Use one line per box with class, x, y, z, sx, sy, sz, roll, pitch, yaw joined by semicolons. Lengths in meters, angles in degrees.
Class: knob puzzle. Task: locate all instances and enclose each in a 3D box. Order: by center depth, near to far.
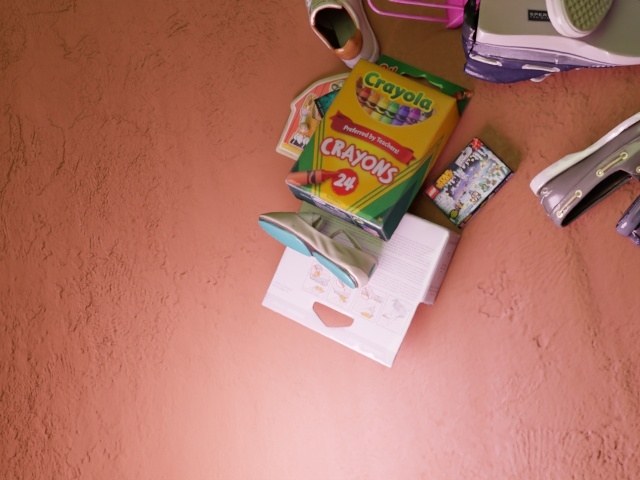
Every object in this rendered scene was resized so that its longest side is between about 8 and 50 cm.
knob puzzle;0.017;-0.230;1.912;0.213;0.030;0.213;-5;80;27

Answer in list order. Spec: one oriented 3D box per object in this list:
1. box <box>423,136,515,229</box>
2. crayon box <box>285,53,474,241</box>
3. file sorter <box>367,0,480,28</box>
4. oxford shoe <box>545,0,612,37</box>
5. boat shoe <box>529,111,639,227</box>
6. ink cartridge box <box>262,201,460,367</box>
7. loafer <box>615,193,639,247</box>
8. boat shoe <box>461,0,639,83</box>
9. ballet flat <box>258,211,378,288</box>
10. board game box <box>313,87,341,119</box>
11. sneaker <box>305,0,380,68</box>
box;0.259;-0.100;1.768;0.137;0.027;0.094;-48;64;14
crayon box;0.106;-0.183;1.778;0.202;0.081;0.318;26;79;21
file sorter;0.203;-0.505;1.684;0.182;0.291;0.202;3;82;-17
oxford shoe;0.391;-0.523;1.634;0.130;0.169;0.449;-16;65;44
boat shoe;0.485;-0.129;1.613;0.305;0.109;0.091;-34;69;26
ink cartridge box;0.068;0.054;1.822;0.296;0.066;0.261;24;93;29
loafer;0.591;-0.106;1.567;0.095;0.109;0.302;40;108;7
boat shoe;0.398;-0.330;1.689;0.341;0.158;0.127;9;69;1
ballet flat;0.000;0.000;1.795;0.248;0.086;0.086;34;98;27
board game box;0.078;-0.202;1.853;0.126;0.026;0.186;-23;72;2
sneaker;0.018;-0.459;1.895;0.106;0.123;0.290;-35;67;21
